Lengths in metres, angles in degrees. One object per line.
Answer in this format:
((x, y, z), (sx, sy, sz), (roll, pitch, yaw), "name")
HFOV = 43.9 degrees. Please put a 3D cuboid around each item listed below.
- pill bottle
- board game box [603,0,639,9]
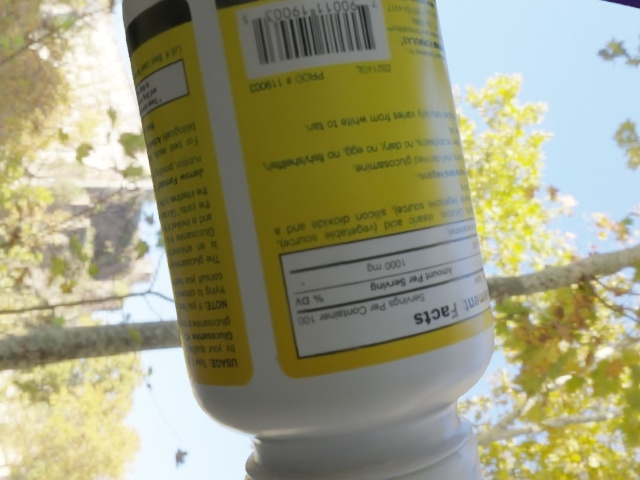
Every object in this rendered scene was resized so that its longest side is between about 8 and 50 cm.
((0.000, 0.000, 0.482), (0.188, 0.188, 0.334), (172, -92, -66), "pill bottle")
((0.338, -0.301, 0.779), (0.347, 0.233, 0.078), (34, -41, 46), "board game box")
